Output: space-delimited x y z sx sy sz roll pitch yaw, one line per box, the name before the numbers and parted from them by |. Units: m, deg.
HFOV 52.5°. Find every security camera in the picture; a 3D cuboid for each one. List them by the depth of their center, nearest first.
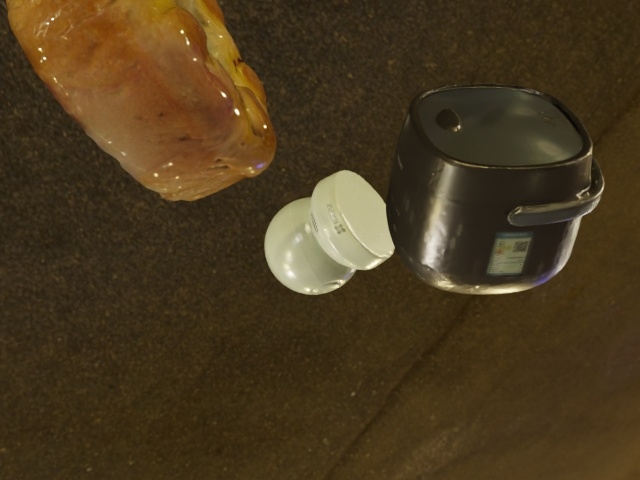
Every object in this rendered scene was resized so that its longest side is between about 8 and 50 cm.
security camera | 0.000 0.000 1.222 0.236 0.194 0.195 -32 146 30

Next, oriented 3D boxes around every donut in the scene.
donut | -0.168 -0.190 0.661 0.150 0.299 0.317 -28 104 6

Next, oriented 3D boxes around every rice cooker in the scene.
rice cooker | 0.214 -0.062 0.840 0.267 0.267 0.224 -19 133 -23
